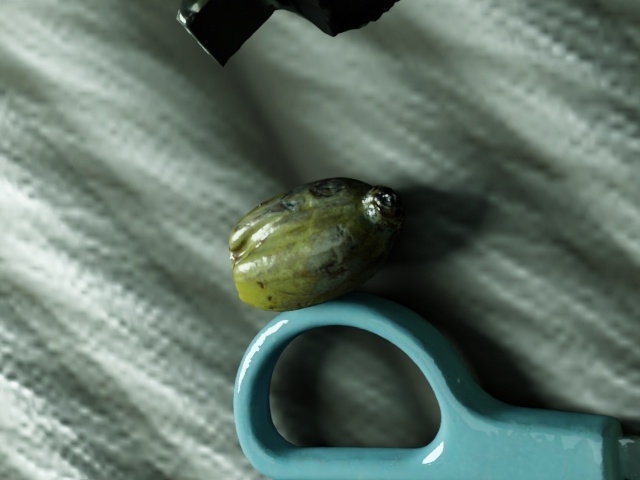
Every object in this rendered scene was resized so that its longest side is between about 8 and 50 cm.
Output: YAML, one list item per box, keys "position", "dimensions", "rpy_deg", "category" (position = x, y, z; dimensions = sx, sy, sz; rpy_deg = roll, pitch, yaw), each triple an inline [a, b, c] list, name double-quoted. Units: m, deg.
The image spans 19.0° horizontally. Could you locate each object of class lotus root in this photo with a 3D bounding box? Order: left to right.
- position: [0.000, 0.000, 0.898]
  dimensions: [0.099, 0.049, 0.054]
  rpy_deg: [-23, 61, 27]
  category: "lotus root"

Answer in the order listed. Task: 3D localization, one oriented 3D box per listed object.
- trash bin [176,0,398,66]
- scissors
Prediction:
- position: [-0.055, -0.235, 0.751]
  dimensions: [0.262, 0.217, 0.277]
  rpy_deg: [29, 84, 13]
  category: "trash bin"
- position: [0.167, 0.115, 0.872]
  dimensions: [0.447, 0.029, 0.193]
  rpy_deg: [-1, 106, 25]
  category: "scissors"
